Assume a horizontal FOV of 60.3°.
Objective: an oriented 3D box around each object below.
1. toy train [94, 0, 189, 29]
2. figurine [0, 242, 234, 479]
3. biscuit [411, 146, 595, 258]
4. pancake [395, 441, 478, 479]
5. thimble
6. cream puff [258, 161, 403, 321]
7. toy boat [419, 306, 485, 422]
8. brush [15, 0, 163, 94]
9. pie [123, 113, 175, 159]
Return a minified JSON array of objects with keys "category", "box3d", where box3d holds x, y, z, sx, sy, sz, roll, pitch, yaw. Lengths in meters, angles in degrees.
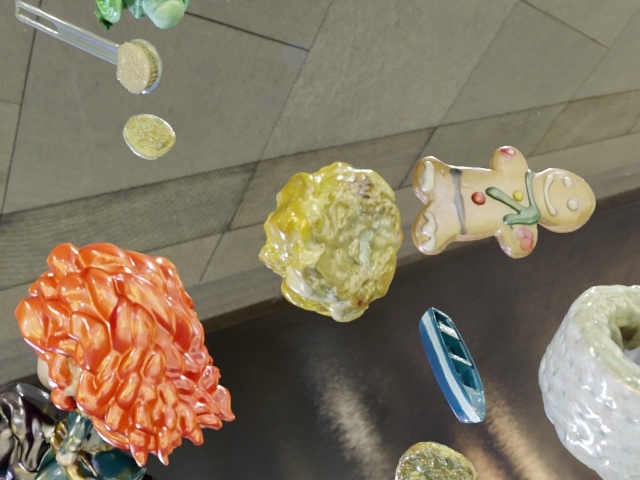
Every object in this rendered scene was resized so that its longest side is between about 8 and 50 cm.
[{"category":"toy train","box3d":[-0.244,-0.398,0.698,0.132,0.243,0.188,-22,157,-34]},{"category":"figurine","box3d":[-0.294,0.215,0.701,0.412,0.306,0.241,-54,162,2]},{"category":"biscuit","box3d":[0.298,-0.067,0.902,0.301,0.197,0.049,0,161,-1]},{"category":"pancake","box3d":[0.146,0.300,0.690,0.108,0.108,0.017,-55,177,25]},{"category":"thimble","box3d":[0.489,0.216,0.819,0.291,0.291,0.195,-13,132,-27]},{"category":"cream puff","box3d":[-0.001,-0.002,1.145,0.324,0.257,0.291,40,64,-39]},{"category":"toy boat","box3d":[0.293,0.279,1.227,0.096,0.299,0.062,30,118,-29]},{"category":"brush","box3d":[-0.297,-0.247,0.677,0.027,0.266,0.062,-31,143,-54]},{"category":"pie","box3d":[-0.279,-0.171,0.900,0.084,0.084,0.021,-8,165,-33]}]
